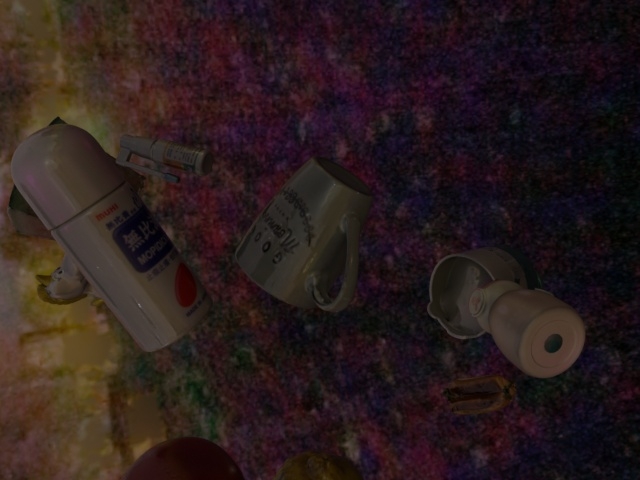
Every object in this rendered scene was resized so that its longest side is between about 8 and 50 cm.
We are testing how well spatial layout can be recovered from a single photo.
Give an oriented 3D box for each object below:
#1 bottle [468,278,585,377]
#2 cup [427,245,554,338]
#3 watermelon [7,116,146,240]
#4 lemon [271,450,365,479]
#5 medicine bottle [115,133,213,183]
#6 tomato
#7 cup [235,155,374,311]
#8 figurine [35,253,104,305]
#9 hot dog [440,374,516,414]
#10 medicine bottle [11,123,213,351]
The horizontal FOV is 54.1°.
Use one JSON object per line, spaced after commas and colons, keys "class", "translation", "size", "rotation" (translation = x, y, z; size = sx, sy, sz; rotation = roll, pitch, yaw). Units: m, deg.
{"class": "bottle", "translation": [0.386, 0.153, 1.229], "size": [0.236, 0.147, 0.148], "rotation": [-134, 40, -67]}
{"class": "cup", "translation": [0.459, 0.135, 1.638], "size": [0.289, 0.257, 0.220], "rotation": [20, 113, 44]}
{"class": "watermelon", "translation": [-0.625, -0.121, 1.543], "size": [0.151, 0.302, 0.264], "rotation": [0, 64, 44]}
{"class": "lemon", "translation": [-0.007, 0.680, 1.547], "size": [0.285, 0.285, 0.316], "rotation": [27, 141, 64]}
{"class": "medicine bottle", "translation": [-0.360, -0.186, 1.432], "size": [0.061, 0.220, 0.092], "rotation": [49, -121, -73]}
{"class": "tomato", "translation": [-0.275, 0.527, 1.180], "size": [0.298, 0.226, 0.299], "rotation": [-2, 87, 35]}
{"class": "cup", "translation": [0.000, 0.000, 1.115], "size": [0.234, 0.186, 0.258], "rotation": [-55, 47, 18]}
{"class": "figurine", "translation": [-0.502, 0.085, 1.313], "size": [0.130, 0.178, 0.109], "rotation": [-57, 47, 15]}
{"class": "hot dog", "translation": [0.308, 0.302, 1.221], "size": [0.188, 0.055, 0.072], "rotation": [148, 131, -60]}
{"class": "medicine bottle", "translation": [-0.301, -0.009, 0.901], "size": [0.341, 0.130, 0.130], "rotation": [57, 163, -16]}
